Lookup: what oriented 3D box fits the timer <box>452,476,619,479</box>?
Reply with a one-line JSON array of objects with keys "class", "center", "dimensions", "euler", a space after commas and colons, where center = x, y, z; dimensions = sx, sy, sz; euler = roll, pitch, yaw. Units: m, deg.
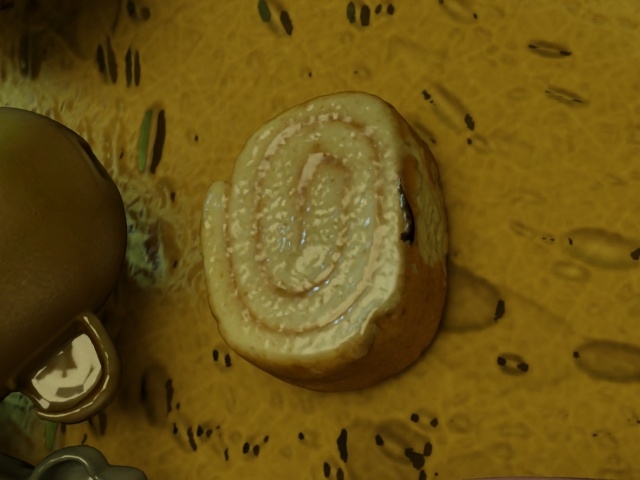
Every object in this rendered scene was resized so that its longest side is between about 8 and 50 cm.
[{"class": "timer", "center": [0.086, 0.198, 0.534], "dimensions": [0.230, 0.229, 0.215], "euler": [4, 74, 21]}]

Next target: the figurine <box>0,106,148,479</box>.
[{"class": "figurine", "center": [-0.227, 0.044, 0.732], "dimensions": [0.285, 0.167, 0.342], "euler": [-40, 100, 8]}]

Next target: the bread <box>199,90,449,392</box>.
[{"class": "bread", "center": [0.000, 0.000, 0.717], "dimensions": [0.122, 0.073, 0.149], "euler": [-9, 70, 19]}]

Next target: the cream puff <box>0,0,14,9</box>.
[{"class": "cream puff", "center": [-0.236, -0.241, 0.779], "dimensions": [0.241, 0.155, 0.269], "euler": [2, 77, 13]}]
